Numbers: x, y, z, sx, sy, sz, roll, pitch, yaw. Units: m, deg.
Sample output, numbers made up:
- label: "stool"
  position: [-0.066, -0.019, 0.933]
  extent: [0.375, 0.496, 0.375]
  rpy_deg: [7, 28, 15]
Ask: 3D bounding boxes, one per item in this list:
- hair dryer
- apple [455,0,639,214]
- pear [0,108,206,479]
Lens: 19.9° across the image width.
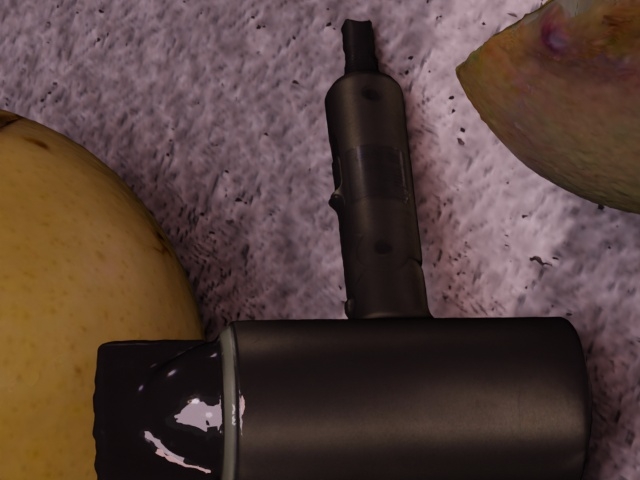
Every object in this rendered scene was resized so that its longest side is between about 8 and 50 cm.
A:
- label: "hair dryer"
  position: [0.000, 0.000, 0.790]
  extent: [0.078, 0.196, 0.248]
  rpy_deg: [102, 166, -53]
- label: "apple"
  position: [0.167, -0.068, 0.639]
  extent: [0.265, 0.193, 0.120]
  rpy_deg: [-23, 83, 31]
- label: "pear"
  position: [-0.204, 0.081, 0.843]
  extent: [0.309, 0.309, 0.309]
  rpy_deg: [-4, 84, 37]
